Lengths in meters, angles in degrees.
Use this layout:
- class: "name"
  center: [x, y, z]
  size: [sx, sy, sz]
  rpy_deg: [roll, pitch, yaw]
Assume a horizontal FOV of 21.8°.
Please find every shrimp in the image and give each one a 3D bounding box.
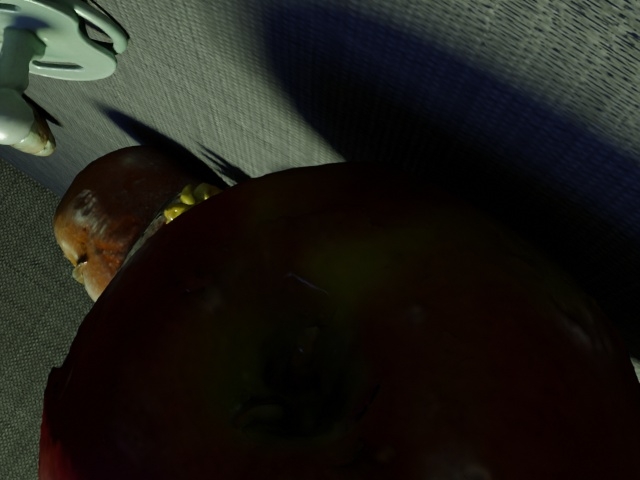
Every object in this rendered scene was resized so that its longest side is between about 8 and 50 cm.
- class: "shrimp"
  center: [-0.403, -0.175, 1.963]
  size: [0.145, 0.059, 0.254]
  rpy_deg: [41, -176, 35]

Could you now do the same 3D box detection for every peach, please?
- class: "peach"
  center: [0.033, 0.135, 0.970]
  size: [0.416, 0.339, 0.353]
  rpy_deg: [58, -162, -57]

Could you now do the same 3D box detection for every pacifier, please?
- class: "pacifier"
  center: [-0.199, -0.121, 1.136]
  size: [0.127, 0.116, 0.150]
  rpy_deg: [5, 162, 13]

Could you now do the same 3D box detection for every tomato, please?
- class: "tomato"
  center: [-0.179, -0.005, 1.617]
  size: [0.155, 0.181, 0.214]
  rpy_deg: [38, 173, 28]

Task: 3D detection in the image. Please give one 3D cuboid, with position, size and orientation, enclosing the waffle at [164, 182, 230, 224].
- class: "waffle"
  center: [0.012, 0.038, 1.486]
  size: [0.293, 0.069, 0.260]
  rpy_deg: [28, 174, 23]
